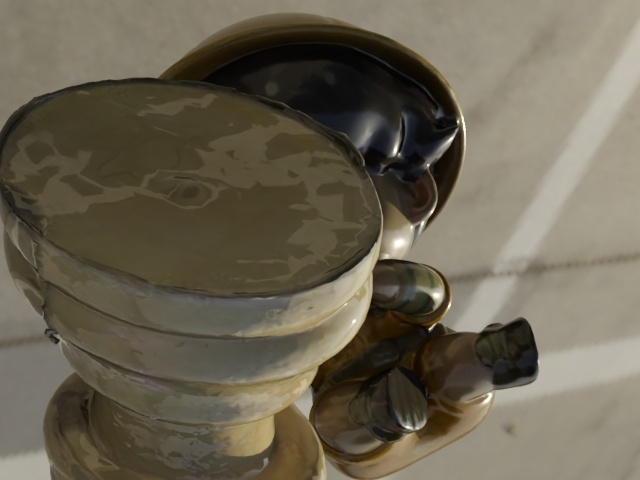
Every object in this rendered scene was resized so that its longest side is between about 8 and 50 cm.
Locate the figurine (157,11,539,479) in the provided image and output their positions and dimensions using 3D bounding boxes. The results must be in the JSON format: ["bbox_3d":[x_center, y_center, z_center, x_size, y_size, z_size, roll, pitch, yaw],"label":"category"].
[{"bbox_3d":[0.001,0.001,1.010,0.192,0.257,0.167,-22,163,2],"label":"figurine"}]

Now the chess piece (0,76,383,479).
[{"bbox_3d":[-0.052,0.090,0.771,0.138,0.124,0.307,-1,132,-3],"label":"chess piece"}]
